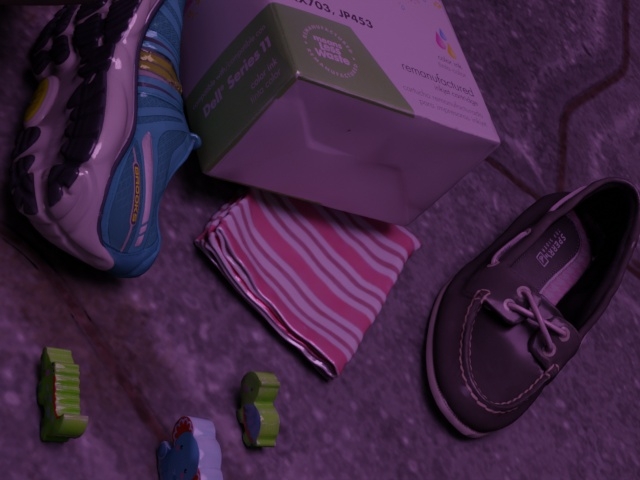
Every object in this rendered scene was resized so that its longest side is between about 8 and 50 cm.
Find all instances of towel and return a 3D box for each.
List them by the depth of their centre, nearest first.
[{"bbox_3d":[0.000,0.000,0.968,0.144,0.029,0.197,46,39,-8],"label":"towel"}]

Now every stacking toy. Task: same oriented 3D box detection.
[{"bbox_3d":[-0.071,0.165,0.750,0.167,0.052,0.221,12,52,-39],"label":"stacking toy"}]

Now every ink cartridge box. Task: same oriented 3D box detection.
[{"bbox_3d":[-0.016,-0.199,1.015,0.207,0.119,0.353,13,46,-38],"label":"ink cartridge box"}]

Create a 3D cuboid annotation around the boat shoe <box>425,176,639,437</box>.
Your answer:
[{"bbox_3d":[0.186,0.036,1.069,0.112,0.095,0.335,49,38,-4],"label":"boat shoe"}]

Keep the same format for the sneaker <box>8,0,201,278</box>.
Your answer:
[{"bbox_3d":[-0.136,-0.094,0.876,0.110,0.107,0.275,46,39,-39],"label":"sneaker"}]

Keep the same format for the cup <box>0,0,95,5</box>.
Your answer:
[{"bbox_3d":[-0.275,-0.285,0.730,0.237,0.331,0.331,-13,68,-20],"label":"cup"}]
